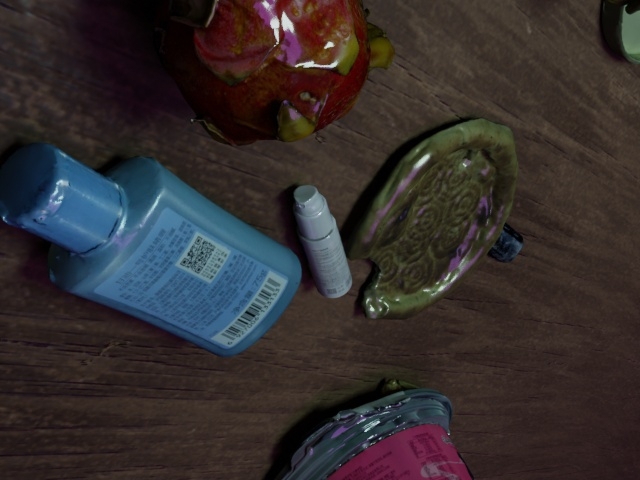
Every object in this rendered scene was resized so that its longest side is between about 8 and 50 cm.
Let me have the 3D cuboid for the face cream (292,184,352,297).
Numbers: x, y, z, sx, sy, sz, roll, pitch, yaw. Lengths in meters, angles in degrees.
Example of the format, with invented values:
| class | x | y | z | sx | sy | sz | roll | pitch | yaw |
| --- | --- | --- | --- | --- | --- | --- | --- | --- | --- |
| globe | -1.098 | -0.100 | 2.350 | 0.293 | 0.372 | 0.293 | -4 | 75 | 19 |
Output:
| class | x | y | z | sx | sy | sz | roll | pitch | yaw |
| --- | --- | --- | --- | --- | --- | --- | --- | --- | --- |
| face cream | 0.000 | 0.000 | 0.762 | 0.034 | 0.034 | 0.130 | -38 | 146 | -14 |

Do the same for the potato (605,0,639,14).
| class | x | y | z | sx | sy | sz | roll | pitch | yaw |
| --- | --- | --- | --- | --- | --- | --- | --- | --- | --- |
| potato | 0.285 | -0.285 | 0.726 | 0.117 | 0.090 | 0.225 | 38 | 89 | -18 |

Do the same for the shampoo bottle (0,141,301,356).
| class | x | y | z | sx | sy | sz | roll | pitch | yaw |
| --- | --- | --- | --- | --- | --- | --- | --- | --- | --- |
| shampoo bottle | -0.110 | 0.007 | 0.626 | 0.104 | 0.061 | 0.258 | -49 | 146 | 3 |

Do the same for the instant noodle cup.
| class | x | y | z | sx | sy | sz | roll | pitch | yaw |
| --- | --- | --- | --- | --- | --- | --- | --- | --- | --- |
| instant noodle cup | 0.084 | 0.314 | 1.010 | 0.258 | 0.181 | 0.302 | -43 | 147 | 9 |

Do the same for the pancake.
| class | x | y | z | sx | sy | sz | roll | pitch | yaw |
| --- | --- | --- | --- | --- | --- | --- | --- | --- | --- |
| pancake | 0.109 | -0.016 | 0.869 | 0.212 | 0.029 | 0.235 | -41 | 146 | -8 |

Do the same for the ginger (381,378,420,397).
| class | x | y | z | sx | sy | sz | roll | pitch | yaw |
| --- | --- | --- | --- | --- | --- | --- | --- | --- | --- |
| ginger | 0.096 | 0.177 | 1.051 | 0.048 | 0.030 | 0.097 | -22 | 139 | -1 |

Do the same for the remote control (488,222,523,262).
| class | x | y | z | sx | sy | sz | roll | pitch | yaw |
| --- | --- | --- | --- | --- | --- | --- | --- | --- | --- |
| remote control | 0.195 | 0.001 | 0.993 | 0.039 | 0.014 | 0.096 | -51 | 145 | 6 |

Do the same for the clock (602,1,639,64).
| class | x | y | z | sx | sy | sz | roll | pitch | yaw |
| --- | --- | --- | --- | --- | --- | --- | --- | --- | --- |
| clock | 0.359 | -0.277 | 0.879 | 0.235 | 0.029 | 0.235 | -28 | 142 | -25 |

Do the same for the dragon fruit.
| class | x | y | z | sx | sy | sz | roll | pitch | yaw |
| --- | --- | --- | --- | --- | --- | --- | --- | --- | --- |
| dragon fruit | -0.011 | -0.123 | 0.567 | 0.125 | 0.125 | 0.246 | -31 | 176 | 28 |
